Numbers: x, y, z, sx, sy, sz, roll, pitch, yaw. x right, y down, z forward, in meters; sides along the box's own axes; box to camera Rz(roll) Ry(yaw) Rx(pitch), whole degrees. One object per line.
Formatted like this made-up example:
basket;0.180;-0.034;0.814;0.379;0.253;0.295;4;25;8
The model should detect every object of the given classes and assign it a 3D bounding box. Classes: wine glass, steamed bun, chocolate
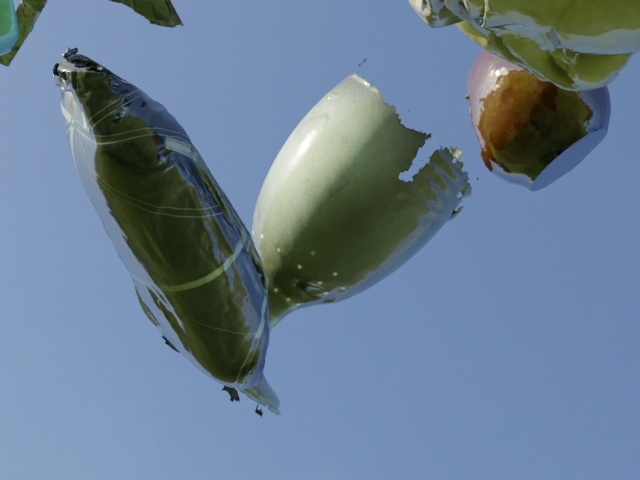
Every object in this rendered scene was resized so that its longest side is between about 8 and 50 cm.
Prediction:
wine glass;-0.004;-0.001;1.588;0.190;0.190;0.357;41;-92;-5
steamed bun;0.144;-0.248;1.032;0.203;0.289;0.276;14;-63;-8
chocolate;0.187;-0.124;1.356;0.133;0.124;0.127;51;-58;13

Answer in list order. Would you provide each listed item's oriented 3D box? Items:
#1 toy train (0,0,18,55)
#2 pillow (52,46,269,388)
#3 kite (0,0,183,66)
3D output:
toy train;-0.247;-0.110;0.658;0.101;0.248;0.159;-5;-71;65
pillow;-0.131;-0.013;1.284;0.161;0.092;0.335;27;-31;46
kite;-0.220;-0.217;1.247;0.229;0.012;0.250;26;-40;-12
